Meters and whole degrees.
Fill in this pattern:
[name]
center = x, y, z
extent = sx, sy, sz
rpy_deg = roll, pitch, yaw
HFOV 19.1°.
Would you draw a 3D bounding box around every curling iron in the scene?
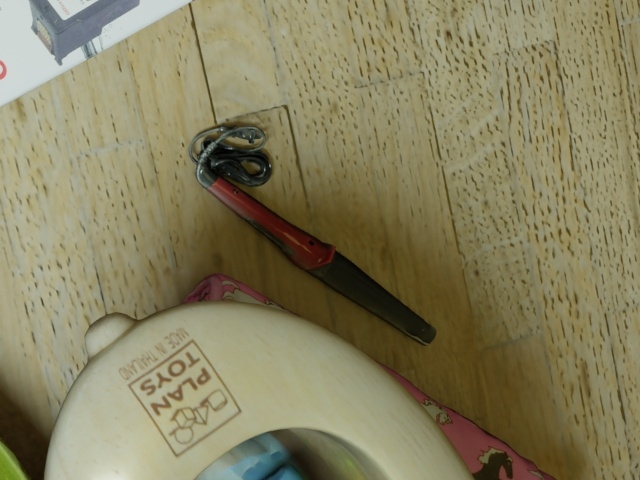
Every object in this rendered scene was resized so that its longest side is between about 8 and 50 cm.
[curling iron]
center = 0.000, 0.000, 1.594
extent = 0.274, 0.035, 0.068
rpy_deg = 43, 83, -17

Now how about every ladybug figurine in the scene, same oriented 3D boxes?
[ladybug figurine]
center = -0.036, 0.234, 1.371
extent = 0.305, 0.162, 0.449
rpy_deg = -34, 103, -17

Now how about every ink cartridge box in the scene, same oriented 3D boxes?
[ink cartridge box]
center = -0.204, -0.227, 1.468
extent = 0.237, 0.100, 0.172
rpy_deg = -31, 104, -13

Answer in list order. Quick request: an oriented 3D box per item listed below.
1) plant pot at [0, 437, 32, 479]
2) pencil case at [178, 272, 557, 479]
[plant pot]
center = -0.418, 0.288, 1.316
extent = 0.366, 0.366, 0.353
rpy_deg = 41, 111, -18
[pencil case]
center = 0.026, 0.182, 1.560
extent = 0.386, 0.160, 0.167
rpy_deg = 31, 85, -19
